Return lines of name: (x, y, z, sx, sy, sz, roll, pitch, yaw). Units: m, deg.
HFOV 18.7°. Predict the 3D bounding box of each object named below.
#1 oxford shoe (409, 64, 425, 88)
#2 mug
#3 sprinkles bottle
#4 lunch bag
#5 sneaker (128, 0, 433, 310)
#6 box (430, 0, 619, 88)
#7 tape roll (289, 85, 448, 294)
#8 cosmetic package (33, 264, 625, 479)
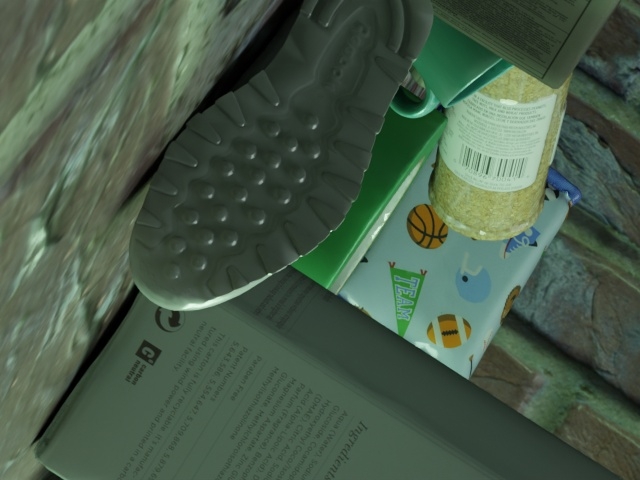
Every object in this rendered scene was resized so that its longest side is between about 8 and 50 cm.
oxford shoe: (0.226, -0.260, 2.093, 0.169, 0.130, 0.449, -60, 176, 38)
mug: (0.103, -0.165, 1.403, 0.157, 0.097, 0.129, -35, 177, -1)
sprinkles bottle: (0.175, -0.145, 1.828, 0.121, 0.121, 0.355, -54, 163, -31)
lunch bag: (0.082, 0.054, 2.290, 0.328, 0.239, 0.385, -55, -167, -27)
sneaker: (-0.023, -0.044, 0.999, 0.235, 0.090, 0.095, -52, -175, -32)
box: (0.134, -0.205, 1.121, 0.121, 0.148, 0.311, -56, 178, -9)
tape roll: (0.000, 0.000, 1.802, 0.321, 0.077, 0.321, -55, 177, -4)
cosmetic package: (0.040, 0.160, 1.237, 0.156, 0.385, 0.217, -56, 176, 10)
